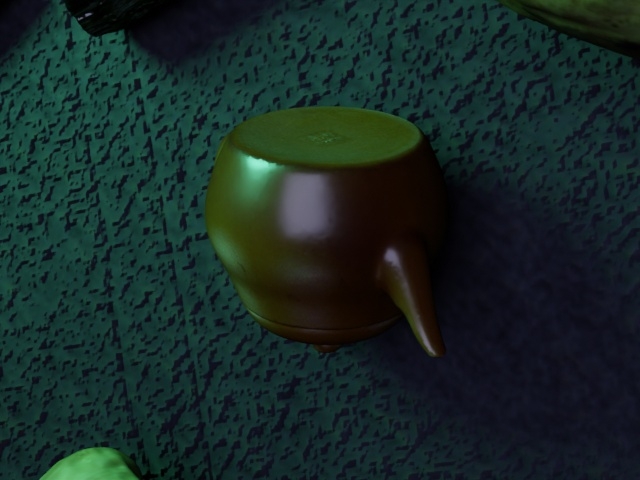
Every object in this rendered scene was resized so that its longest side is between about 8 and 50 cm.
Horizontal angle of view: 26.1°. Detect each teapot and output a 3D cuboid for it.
[{"bbox_3d":[0.000,0.000,0.634,0.173,0.116,0.116,28,99,47],"label":"teapot"}]

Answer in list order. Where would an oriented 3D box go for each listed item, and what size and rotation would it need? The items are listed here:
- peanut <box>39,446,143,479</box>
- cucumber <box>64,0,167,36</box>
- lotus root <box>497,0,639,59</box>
[{"bbox_3d":[-0.081,0.227,0.648,0.101,0.117,0.263,-14,80,27],"label":"peanut"},{"bbox_3d":[-0.052,-0.170,0.679,0.187,0.058,0.058,-35,77,17],"label":"cucumber"},{"bbox_3d":[0.184,-0.148,0.525,0.291,0.193,0.193,6,91,18],"label":"lotus root"}]
